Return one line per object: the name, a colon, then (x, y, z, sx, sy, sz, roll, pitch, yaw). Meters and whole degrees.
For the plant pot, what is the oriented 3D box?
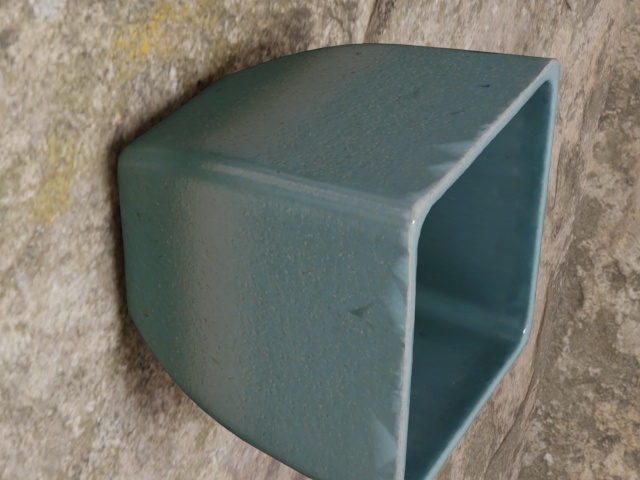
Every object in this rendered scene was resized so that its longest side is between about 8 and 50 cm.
plant pot: (0.000, 0.000, 0.993, 0.248, 0.252, 0.247, -44, 143, -48)
